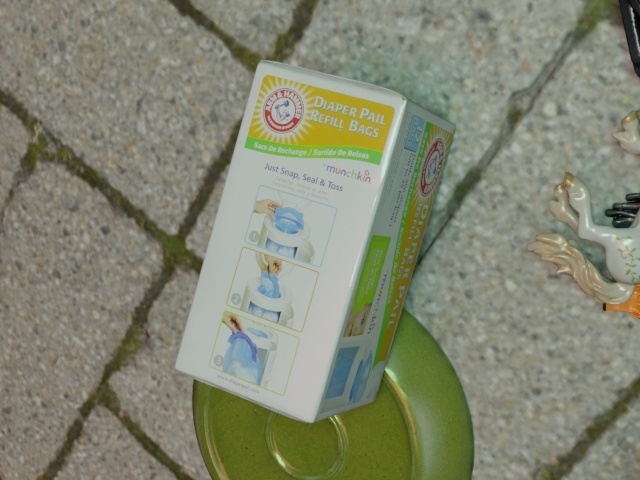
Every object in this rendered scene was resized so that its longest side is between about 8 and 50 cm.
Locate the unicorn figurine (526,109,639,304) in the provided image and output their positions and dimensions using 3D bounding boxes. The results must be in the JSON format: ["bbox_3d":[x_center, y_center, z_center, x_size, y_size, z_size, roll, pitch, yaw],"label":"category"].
[{"bbox_3d":[0.208,-0.023,0.568,0.111,0.060,0.162,49,127,13],"label":"unicorn figurine"}]

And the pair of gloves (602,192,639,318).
[{"bbox_3d":[0.213,0.012,0.603,0.074,0.010,0.083,6,103,26],"label":"pair of gloves"}]

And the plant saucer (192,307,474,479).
[{"bbox_3d":[-0.005,0.145,0.731,0.241,0.037,0.241,7,105,26],"label":"plant saucer"}]

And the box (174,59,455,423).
[{"bbox_3d":[0.000,0.000,0.630,0.103,0.114,0.203,18,96,23],"label":"box"}]

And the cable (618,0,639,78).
[{"bbox_3d":[0.235,-0.165,0.531,0.150,0.047,0.185,-9,96,30],"label":"cable"}]
